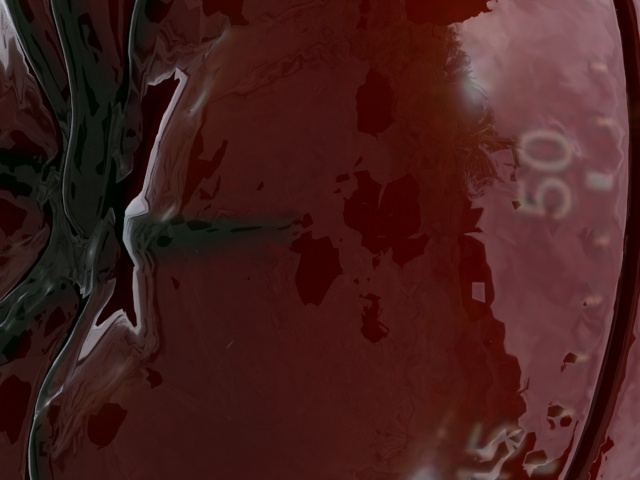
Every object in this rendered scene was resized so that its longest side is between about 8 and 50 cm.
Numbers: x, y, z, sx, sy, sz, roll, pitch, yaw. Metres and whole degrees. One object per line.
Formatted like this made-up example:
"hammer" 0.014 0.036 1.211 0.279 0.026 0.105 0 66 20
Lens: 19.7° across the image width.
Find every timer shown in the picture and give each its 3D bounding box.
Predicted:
"timer" 0.000 0.000 0.767 0.378 0.279 0.378 -24 -119 53
